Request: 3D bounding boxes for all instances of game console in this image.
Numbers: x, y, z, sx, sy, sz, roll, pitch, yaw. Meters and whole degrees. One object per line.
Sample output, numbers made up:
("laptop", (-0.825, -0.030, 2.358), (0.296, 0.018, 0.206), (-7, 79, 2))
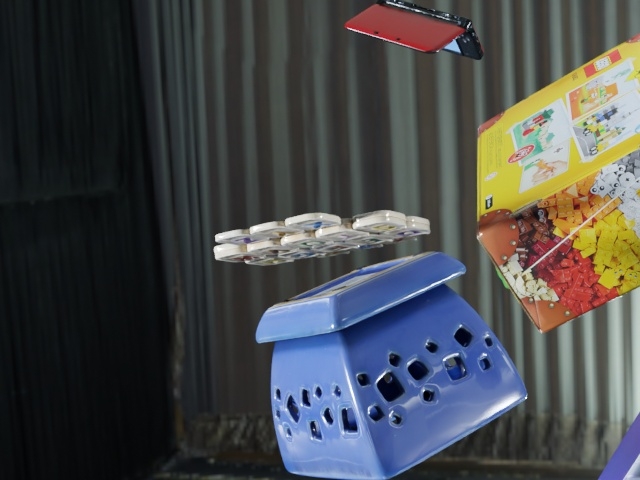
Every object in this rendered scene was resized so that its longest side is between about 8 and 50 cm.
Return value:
("game console", (0.125, -0.263, 1.379), (0.144, 0.085, 0.124), (24, 167, 31))

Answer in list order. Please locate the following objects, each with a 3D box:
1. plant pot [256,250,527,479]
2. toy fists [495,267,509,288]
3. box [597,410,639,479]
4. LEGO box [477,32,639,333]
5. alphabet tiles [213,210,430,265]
("plant pot", (0.068, 0.145, 1.274), (0.235, 0.212, 0.236), (-22, -177, -31))
("toy fists", (0.467, 0.014, 1.976), (0.279, 0.142, 0.096), (-20, -149, 9))
("box", (0.327, 0.226, 0.754), (0.261, 0.103, 0.184), (5, -130, 51))
("LEGO box", (0.456, -0.120, 1.676), (0.372, 0.193, 0.500), (-29, -163, 20))
("alphabet tiles", (0.000, 0.000, 1.452), (0.284, 0.021, 0.278), (-12, 169, 30))
